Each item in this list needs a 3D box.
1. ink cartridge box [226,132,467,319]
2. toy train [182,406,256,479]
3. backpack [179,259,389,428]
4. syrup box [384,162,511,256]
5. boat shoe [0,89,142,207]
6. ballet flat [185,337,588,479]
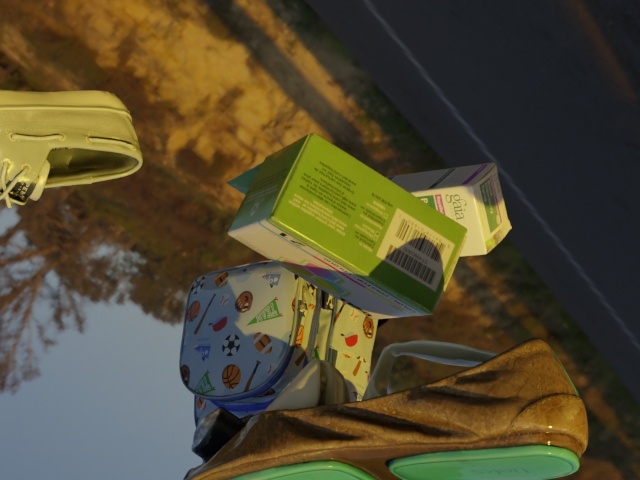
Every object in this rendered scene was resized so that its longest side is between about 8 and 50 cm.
[{"bbox_3d":[0.000,0.000,0.985,0.188,0.097,0.255,31,162,-17],"label":"ink cartridge box"},{"bbox_3d":[-0.003,0.307,0.929,0.334,0.190,0.142,37,147,-12],"label":"toy train"},{"bbox_3d":[-0.054,0.156,1.236,0.276,0.264,0.213,-14,157,38],"label":"backpack"},{"bbox_3d":[0.122,-0.033,1.266,0.096,0.236,0.093,-37,-64,-51],"label":"syrup box"},{"bbox_3d":[-0.247,-0.073,0.788,0.227,0.079,0.081,-14,-114,-41],"label":"boat shoe"},{"bbox_3d":[0.043,0.147,0.773,0.116,0.342,0.124,43,-142,-46],"label":"ballet flat"}]
